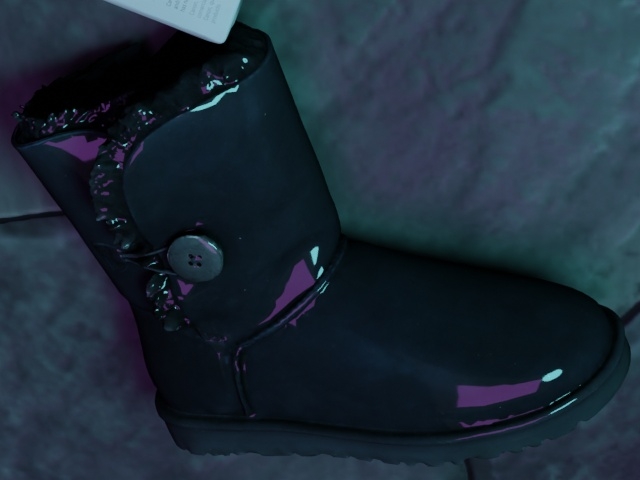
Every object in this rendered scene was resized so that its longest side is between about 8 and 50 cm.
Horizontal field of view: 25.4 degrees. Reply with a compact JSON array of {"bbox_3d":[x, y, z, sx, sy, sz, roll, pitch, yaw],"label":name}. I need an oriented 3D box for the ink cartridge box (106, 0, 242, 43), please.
[{"bbox_3d":[-0.108,-0.173,0.565,0.198,0.067,0.115,21,124,-5],"label":"ink cartridge box"}]

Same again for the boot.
[{"bbox_3d":[0.000,0.000,0.641,0.246,0.094,0.207,-6,126,22],"label":"boot"}]
